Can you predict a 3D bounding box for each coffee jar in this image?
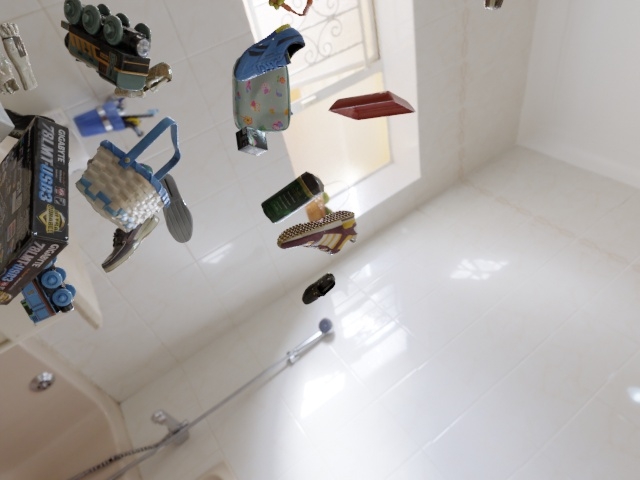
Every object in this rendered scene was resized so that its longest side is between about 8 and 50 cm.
[{"bbox_3d":[-0.077,-0.127,1.215,0.079,0.184,0.096,57,13,3],"label":"coffee jar"}]

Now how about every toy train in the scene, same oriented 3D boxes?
[{"bbox_3d":[-0.666,0.101,0.992,0.080,0.105,0.184,18,-49,67],"label":"toy train"},{"bbox_3d":[-0.641,-0.585,1.238,0.334,0.142,0.190,31,-65,18],"label":"toy train"}]

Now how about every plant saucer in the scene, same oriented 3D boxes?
[{"bbox_3d":[0.198,-0.508,1.572,0.259,0.258,0.048,2,-83,30],"label":"plant saucer"}]

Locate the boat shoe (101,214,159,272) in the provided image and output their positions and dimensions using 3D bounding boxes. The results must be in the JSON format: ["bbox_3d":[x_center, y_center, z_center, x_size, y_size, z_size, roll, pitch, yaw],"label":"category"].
[{"bbox_3d":[-0.686,-0.010,1.474,0.102,0.285,0.092,-13,-53,38],"label":"boat shoe"}]

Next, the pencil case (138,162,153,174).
[{"bbox_3d":[-0.648,-0.203,1.438,0.064,0.152,0.070,11,-37,20],"label":"pencil case"}]

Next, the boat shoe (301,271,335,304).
[{"bbox_3d":[-0.007,0.153,1.276,0.049,0.133,0.042,41,16,-25],"label":"boat shoe"}]

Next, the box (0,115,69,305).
[{"bbox_3d":[-0.625,-0.057,0.868,0.073,0.293,0.296,17,47,-50],"label":"box"}]

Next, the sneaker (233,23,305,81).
[{"bbox_3d":[-0.133,-0.482,1.101,0.082,0.209,0.069,52,-2,15],"label":"sneaker"}]

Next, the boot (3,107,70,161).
[{"bbox_3d":[-0.950,-0.326,1.346,0.179,0.236,0.085,105,-10,-58],"label":"boot"}]

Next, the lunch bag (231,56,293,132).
[{"bbox_3d":[-0.218,-0.541,1.583,0.108,0.224,0.279,-152,-121,-67],"label":"lunch bag"}]

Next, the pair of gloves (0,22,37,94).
[{"bbox_3d":[-0.958,-0.560,1.277,0.240,0.042,0.204,-106,-173,-65],"label":"pair of gloves"}]

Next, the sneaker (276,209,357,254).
[{"bbox_3d":[0.000,0.000,0.876,0.069,0.185,0.084,29,-46,60],"label":"sneaker"}]

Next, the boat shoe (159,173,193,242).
[{"bbox_3d":[-0.609,-0.136,1.746,0.094,0.109,0.302,-4,-78,69],"label":"boat shoe"}]

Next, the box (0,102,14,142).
[{"bbox_3d":[-0.807,-0.191,0.790,0.215,0.345,0.168,47,4,21],"label":"box"}]

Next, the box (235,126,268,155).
[{"bbox_3d":[-0.212,-0.306,1.289,0.052,0.083,0.062,-17,-103,35],"label":"box"}]

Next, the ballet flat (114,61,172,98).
[{"bbox_3d":[-0.576,-0.508,1.363,0.067,0.206,0.073,64,7,7],"label":"ballet flat"}]

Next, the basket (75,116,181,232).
[{"bbox_3d":[-0.484,-0.181,1.114,0.201,0.289,0.255,42,-21,-1],"label":"basket"}]

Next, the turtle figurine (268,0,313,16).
[{"bbox_3d":[-0.101,-0.469,0.609,0.217,0.087,0.269,22,-12,8],"label":"turtle figurine"}]

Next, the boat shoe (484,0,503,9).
[{"bbox_3d":[0.411,-0.598,0.833,0.095,0.095,0.257,15,-47,8],"label":"boat shoe"}]
